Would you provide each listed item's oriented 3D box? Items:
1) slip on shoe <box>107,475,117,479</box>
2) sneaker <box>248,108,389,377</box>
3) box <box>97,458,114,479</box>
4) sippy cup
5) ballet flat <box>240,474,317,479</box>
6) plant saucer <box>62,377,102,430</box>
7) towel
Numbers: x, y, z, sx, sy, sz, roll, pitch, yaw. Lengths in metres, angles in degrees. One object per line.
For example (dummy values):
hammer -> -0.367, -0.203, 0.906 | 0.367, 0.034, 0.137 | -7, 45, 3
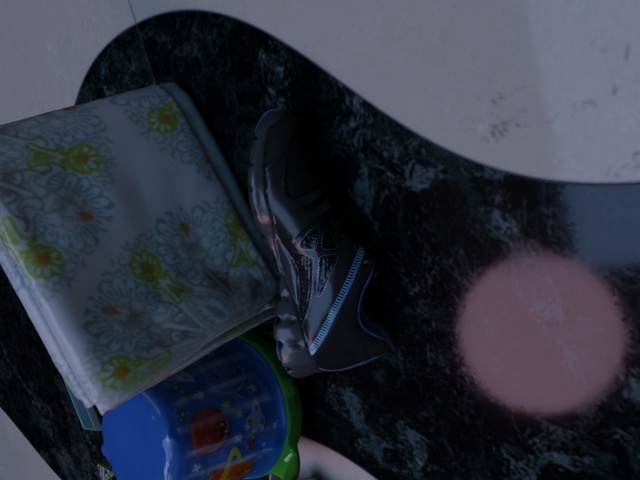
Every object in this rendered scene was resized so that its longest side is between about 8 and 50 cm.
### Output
slip on shoe -> -0.311, 0.588, 1.299 | 0.331, 0.101, 0.123 | 33, 166, 23
sneaker -> 0.000, 0.000, 0.800 | 0.140, 0.125, 0.340 | -8, 102, 13
box -> -0.446, 0.563, 1.425 | 0.059, 0.054, 0.168 | 11, 115, 35
sippy cup -> -0.185, 0.265, 0.935 | 0.306, 0.224, 0.239 | 3, 95, 38
ballet flat -> -0.074, 0.428, 1.022 | 0.409, 0.147, 0.146 | 11, 115, 35
plant saucer -> -0.549, 0.346, 1.440 | 0.067, 0.018, 0.192 | -9, 104, 41
towel -> -0.238, -0.009, 0.829 | 0.090, 0.321, 0.374 | -30, 89, 49
